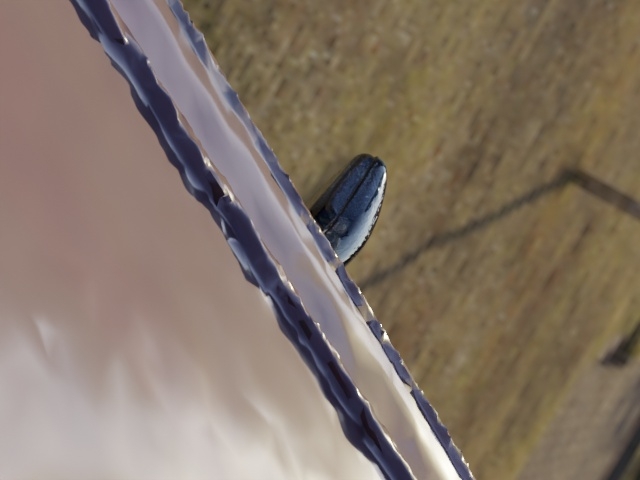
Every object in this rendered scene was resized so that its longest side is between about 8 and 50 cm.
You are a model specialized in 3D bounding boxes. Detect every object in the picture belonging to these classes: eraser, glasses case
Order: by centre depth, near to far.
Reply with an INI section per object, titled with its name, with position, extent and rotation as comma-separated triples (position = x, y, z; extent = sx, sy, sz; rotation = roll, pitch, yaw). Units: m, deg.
[eraser]
position = -0.040, 0.098, 0.429
extent = 0.122, 0.359, 0.272
rotation = -24, -152, 17
[glasses case]
position = 0.000, 0.000, 0.586
extent = 0.033, 0.023, 0.083
rotation = -50, -176, -29
